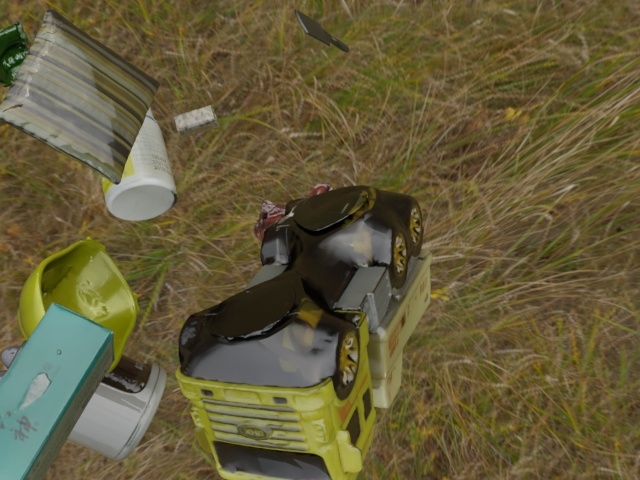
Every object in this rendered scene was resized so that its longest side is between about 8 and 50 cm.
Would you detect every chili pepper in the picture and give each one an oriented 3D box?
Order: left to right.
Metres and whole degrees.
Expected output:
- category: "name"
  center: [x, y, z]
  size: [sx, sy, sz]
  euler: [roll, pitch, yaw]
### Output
- category: "chili pepper"
  center: [-0.631, -0.351, 1.447]
  size: [0.062, 0.216, 0.108]
  euler: [7, 123, 23]

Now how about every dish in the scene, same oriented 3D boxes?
- category: "dish"
  center: [-0.440, 0.123, 1.318]
  size: [0.108, 0.262, 0.221]
  euler: [-22, 109, 17]

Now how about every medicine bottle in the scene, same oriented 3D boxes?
- category: "medicine bottle"
  center: [-0.391, -0.180, 1.554]
  size: [0.143, 0.143, 0.258]
  euler: [-21, 62, 5]

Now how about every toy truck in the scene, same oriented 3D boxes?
- category: "toy truck"
  center: [0.010, 0.106, 0.859]
  size: [0.181, 0.405, 0.254]
  euler: [-2, 116, 23]

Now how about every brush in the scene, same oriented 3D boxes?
- category: "brush"
  center: [0.009, -0.411, 1.509]
  size: [0.016, 0.193, 0.063]
  euler: [-34, 69, 26]

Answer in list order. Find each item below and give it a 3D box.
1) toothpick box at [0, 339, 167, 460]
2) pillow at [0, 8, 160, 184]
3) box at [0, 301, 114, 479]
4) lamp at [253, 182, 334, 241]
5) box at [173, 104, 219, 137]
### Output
- category: "toothpick box"
  center: [-0.502, 0.303, 1.521]
  size: [0.316, 0.229, 0.229]
  euler: [28, 90, -16]
- category: "pillow"
  center: [-0.366, -0.219, 1.155]
  size: [0.052, 0.208, 0.212]
  euler: [-16, 51, 44]
- category: "box"
  center: [-0.368, 0.220, 0.972]
  size: [0.092, 0.153, 0.244]
  euler: [28, 63, -2]
- category: "lamp"
  center: [-0.001, 0.010, 1.481]
  size: [0.215, 0.151, 0.223]
  euler: [-21, 53, -30]
- category: "box"
  center: [-0.291, -0.278, 1.754]
  size: [0.098, 0.062, 0.045]
  euler: [-18, 82, -2]
